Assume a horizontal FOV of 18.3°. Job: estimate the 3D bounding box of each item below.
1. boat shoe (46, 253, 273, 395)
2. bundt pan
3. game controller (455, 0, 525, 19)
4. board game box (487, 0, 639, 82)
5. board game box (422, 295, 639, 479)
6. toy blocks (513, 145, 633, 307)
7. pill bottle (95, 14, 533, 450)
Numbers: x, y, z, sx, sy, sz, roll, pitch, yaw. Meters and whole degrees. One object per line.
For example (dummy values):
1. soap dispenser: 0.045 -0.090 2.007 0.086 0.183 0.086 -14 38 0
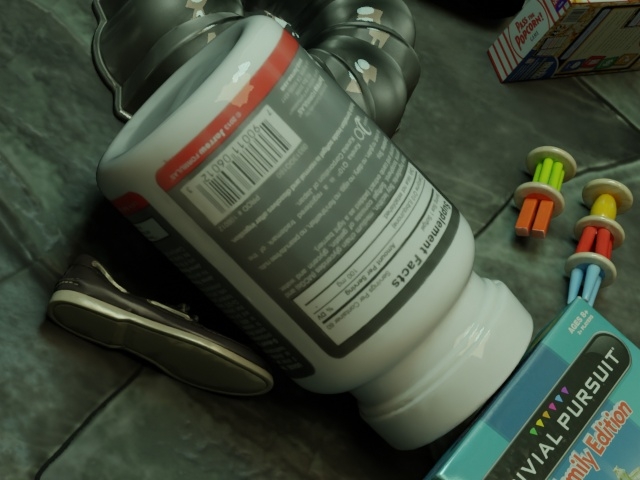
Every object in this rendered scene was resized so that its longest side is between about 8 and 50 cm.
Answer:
1. boat shoe: -0.130 0.071 1.707 0.206 0.075 0.065 23 55 -8
2. bundt pan: -0.045 -0.199 1.894 0.331 0.124 0.331 14 54 -21
3. game controller: 0.163 -0.381 2.159 0.166 0.067 0.319 21 53 -15
4. board game box: 0.293 -0.228 2.079 0.193 0.147 0.045 -7 64 -32
5. board game box: 0.270 0.246 1.681 0.336 0.079 0.254 42 51 2
6. toy blocks: 0.244 -0.008 1.972 0.123 0.054 0.148 28 52 -11
7. pill bottle: 0.000 0.000 1.709 0.363 0.210 0.210 46 49 -14
